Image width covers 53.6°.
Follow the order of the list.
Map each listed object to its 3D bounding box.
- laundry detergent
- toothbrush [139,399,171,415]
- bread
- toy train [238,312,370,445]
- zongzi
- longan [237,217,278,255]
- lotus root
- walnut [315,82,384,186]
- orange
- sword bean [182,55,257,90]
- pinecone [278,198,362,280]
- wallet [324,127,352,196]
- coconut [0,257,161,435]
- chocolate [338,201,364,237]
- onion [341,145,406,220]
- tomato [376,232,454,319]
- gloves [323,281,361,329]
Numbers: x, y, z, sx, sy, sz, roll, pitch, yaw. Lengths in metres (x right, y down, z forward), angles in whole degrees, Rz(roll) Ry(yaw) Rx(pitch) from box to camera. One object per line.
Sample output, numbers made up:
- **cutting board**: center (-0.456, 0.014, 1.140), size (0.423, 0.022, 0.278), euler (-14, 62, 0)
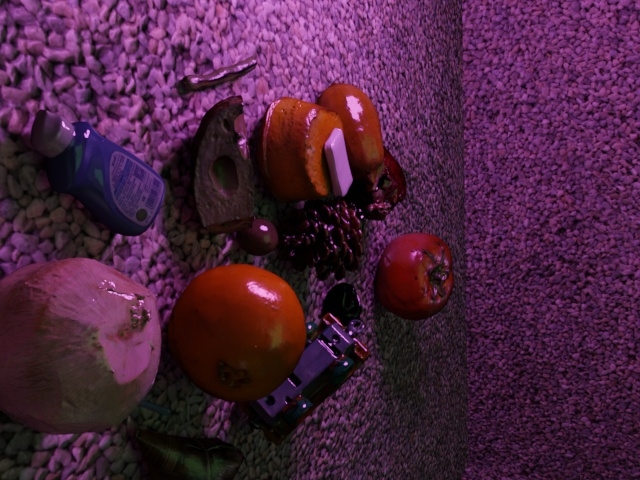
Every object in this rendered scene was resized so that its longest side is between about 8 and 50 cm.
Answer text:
- **laundry detergent**: center (-0.415, -0.126, 1.164), size (0.290, 0.094, 0.143), euler (46, 60, -51)
- **toothbrush**: center (-0.387, 0.342, 1.345), size (0.219, 0.019, 0.016), euler (48, 47, -53)
- **bread**: center (-0.052, -0.244, 1.728), size (0.312, 0.172, 0.312), euler (-23, 116, -60)
- **toy train**: center (-0.042, 0.376, 1.719), size (0.429, 0.178, 0.249), euler (-41, 158, -16)
- **zongzi**: center (-0.332, 0.557, 1.385), size (0.288, 0.134, 0.286), euler (33, 69, -44)
- **longan**: center (-0.166, -0.016, 1.637), size (0.119, 0.106, 0.106), euler (57, 25, 14)
- **lotus root**: center (-0.229, -0.169, 1.466), size (0.210, 0.142, 0.314), euler (-153, -121, -80)
- **walnut**: center (0.092, -0.313, 1.913), size (0.209, 0.209, 0.336), euler (-2, 69, -62)
- **orange**: center (-0.183, 0.202, 1.416), size (0.312, 0.312, 0.312), euler (-14, 106, -61)
- **sword bean**: center (-0.235, -0.396, 1.509), size (0.269, 0.038, 0.043), euler (-39, 133, -52)
- **pinecone**: center (0.005, -0.012, 1.814), size (0.257, 0.243, 0.243), euler (32, 64, -36)
- **wallet**: center (0.050, -0.207, 1.732), size (0.095, 0.033, 0.190), euler (-60, 149, -41)
- **coconut**: center (-0.402, 0.175, 1.048), size (0.297, 0.254, 0.297), euler (-16, 108, -62)
- **chocolate**: center (0.041, -0.054, 1.992), size (0.133, 0.156, 0.156), euler (6, 89, -43)
- **onion**: center (0.169, -0.208, 2.101), size (0.281, 0.221, 0.281), euler (-8, 90, -78)
- **tomato**: center (0.350, 0.135, 2.440), size (0.341, 0.272, 0.341), euler (-4, 96, -47)
- **gloves**: center (0.085, 0.230, 2.124), size (0.203, 0.124, 0.164), euler (30, 86, -51)
